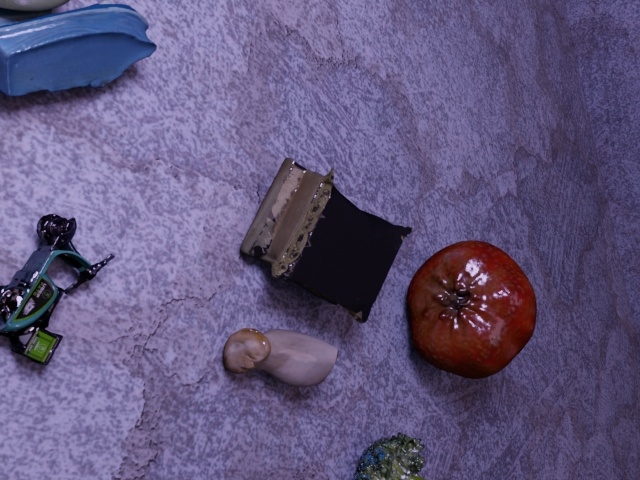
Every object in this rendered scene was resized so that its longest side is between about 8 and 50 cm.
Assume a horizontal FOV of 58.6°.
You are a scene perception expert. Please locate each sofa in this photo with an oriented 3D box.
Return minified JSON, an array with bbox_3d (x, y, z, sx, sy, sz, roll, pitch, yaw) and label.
[{"bbox_3d":[0.000,0.000,0.997,0.258,0.182,0.200,31,81,-39],"label":"sofa"}]

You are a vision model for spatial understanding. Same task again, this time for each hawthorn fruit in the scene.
[{"bbox_3d":[0.338,0.156,1.245,0.330,0.287,0.287,28,65,-57],"label":"hawthorn fruit"}]

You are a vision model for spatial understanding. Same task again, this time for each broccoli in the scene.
[{"bbox_3d":[0.142,0.448,1.060,0.167,0.160,0.154,-13,122,-56],"label":"broccoli"}]

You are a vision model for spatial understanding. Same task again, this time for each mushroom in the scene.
[{"bbox_3d":[-0.056,0.190,0.929,0.212,0.097,0.088,23,79,-42],"label":"mushroom"}]

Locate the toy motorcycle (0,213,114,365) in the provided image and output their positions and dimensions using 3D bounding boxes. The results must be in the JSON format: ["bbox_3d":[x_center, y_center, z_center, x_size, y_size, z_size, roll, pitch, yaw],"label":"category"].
[{"bbox_3d":[-0.331,0.053,0.692,0.100,0.058,0.173,45,56,-41],"label":"toy motorcycle"}]

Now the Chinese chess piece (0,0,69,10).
[{"bbox_3d":[-0.356,-0.326,0.661,0.144,0.058,0.144,12,46,-13],"label":"Chinese chess piece"}]

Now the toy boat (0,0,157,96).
[{"bbox_3d":[-0.318,-0.258,0.725,0.098,0.109,0.238,47,45,12],"label":"toy boat"}]
